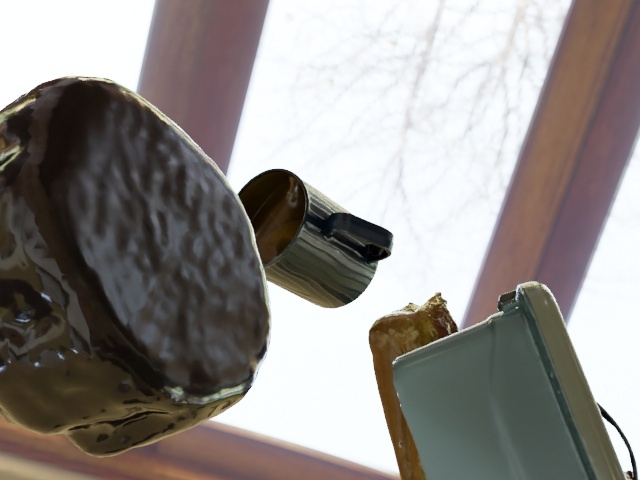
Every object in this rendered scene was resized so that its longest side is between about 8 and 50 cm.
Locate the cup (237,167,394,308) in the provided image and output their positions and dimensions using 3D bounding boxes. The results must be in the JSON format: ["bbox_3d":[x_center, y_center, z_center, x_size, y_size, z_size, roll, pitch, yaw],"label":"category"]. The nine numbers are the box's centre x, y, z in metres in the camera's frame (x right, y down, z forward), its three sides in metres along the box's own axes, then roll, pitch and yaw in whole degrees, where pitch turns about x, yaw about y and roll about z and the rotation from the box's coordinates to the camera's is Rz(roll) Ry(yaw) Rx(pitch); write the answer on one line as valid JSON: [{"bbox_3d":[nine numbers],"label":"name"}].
[{"bbox_3d":[-0.007,0.009,1.370,0.138,0.113,0.150,31,180,-44],"label":"cup"}]

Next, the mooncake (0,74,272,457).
[{"bbox_3d":[-0.165,0.021,0.979,0.283,0.141,0.283,39,-142,-40],"label":"mooncake"}]

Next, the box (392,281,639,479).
[{"bbox_3d":[0.134,0.152,0.814,0.130,0.226,0.162,-20,162,2],"label":"box"}]

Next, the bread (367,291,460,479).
[{"bbox_3d":[0.172,0.244,1.523,0.109,0.380,0.185,-10,-172,39],"label":"bread"}]

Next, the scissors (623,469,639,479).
[{"bbox_3d":[0.376,0.273,1.410,0.017,0.144,0.247,54,178,36],"label":"scissors"}]
